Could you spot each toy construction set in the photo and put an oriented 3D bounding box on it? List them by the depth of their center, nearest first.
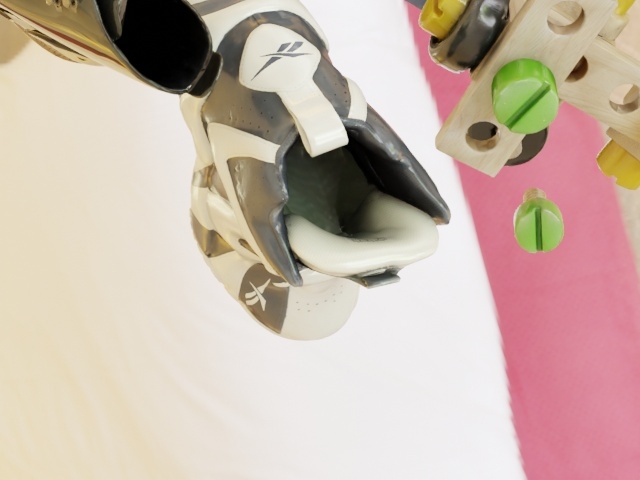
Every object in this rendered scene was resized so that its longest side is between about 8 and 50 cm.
[{"bbox_3d":[0.194,-0.125,0.738,0.309,0.237,0.257,-29,110,21],"label":"toy construction set"}]

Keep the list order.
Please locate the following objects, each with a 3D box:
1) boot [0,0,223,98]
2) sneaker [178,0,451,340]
[{"bbox_3d":[-0.133,-0.134,0.519,0.077,0.198,0.137,-60,36,2],"label":"boot"},{"bbox_3d":[0.000,0.000,0.617,0.153,0.094,0.235,-124,22,-44],"label":"sneaker"}]
